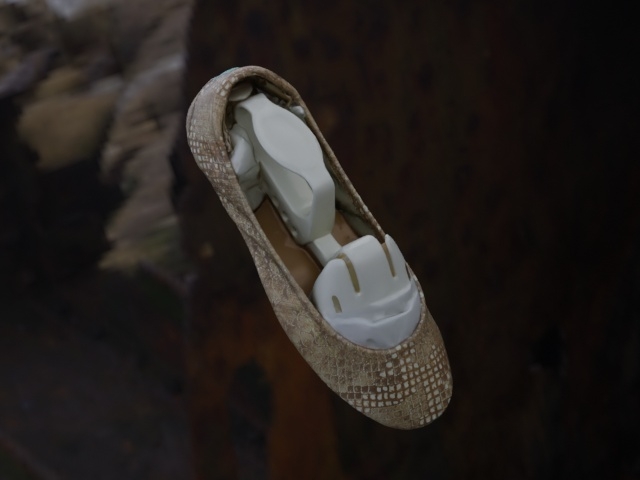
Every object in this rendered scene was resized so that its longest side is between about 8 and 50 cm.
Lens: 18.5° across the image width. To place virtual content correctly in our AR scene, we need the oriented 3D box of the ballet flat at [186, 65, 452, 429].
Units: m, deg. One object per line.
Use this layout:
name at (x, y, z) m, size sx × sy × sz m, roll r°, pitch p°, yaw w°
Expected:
ballet flat at (0.000, 0.000, 0.968) m, size 0.073 × 0.206 × 0.067 m, roll -32°, pitch -11°, yaw -23°
